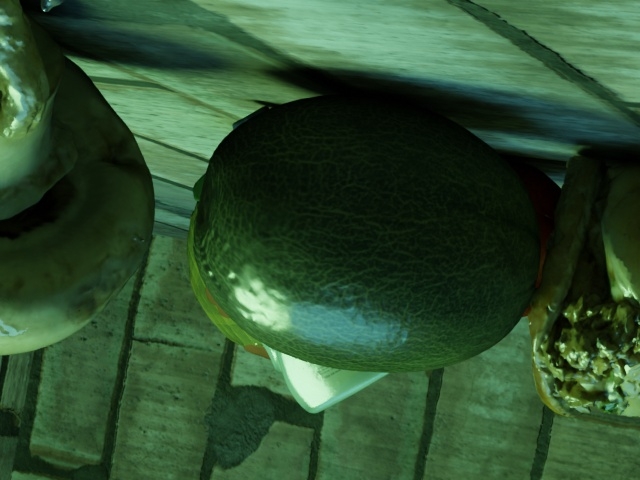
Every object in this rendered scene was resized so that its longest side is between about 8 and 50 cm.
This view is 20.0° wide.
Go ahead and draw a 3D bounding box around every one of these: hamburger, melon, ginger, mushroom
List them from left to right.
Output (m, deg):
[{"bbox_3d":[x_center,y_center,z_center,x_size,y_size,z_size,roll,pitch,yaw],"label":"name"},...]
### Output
[{"bbox_3d":[-0.316,-0.159,1.305,0.258,0.065,0.149,17,131,-5],"label":"ginger"},{"bbox_3d":[-0.266,-0.060,1.509,0.292,0.293,0.290,11,153,-17],"label":"mushroom"},{"bbox_3d":[0.045,-0.005,1.565,0.301,0.238,0.237,11,176,-14],"label":"melon"},{"bbox_3d":[0.272,0.044,1.666,0.146,0.243,0.286,1,-173,18],"label":"hamburger"}]

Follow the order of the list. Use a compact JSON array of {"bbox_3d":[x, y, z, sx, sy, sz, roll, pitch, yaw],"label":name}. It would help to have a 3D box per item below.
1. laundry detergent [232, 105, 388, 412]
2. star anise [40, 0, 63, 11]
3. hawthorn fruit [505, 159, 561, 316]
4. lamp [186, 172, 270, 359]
[{"bbox_3d":[-0.010,0.007,1.750,0.215,0.280,0.105,-33,-175,23],"label":"laundry detergent"},{"bbox_3d":[-0.213,-0.180,0.891,0.262,0.081,0.230,21,-178,36],"label":"star anise"},{"bbox_3d":[0.175,0.004,1.826,0.173,0.174,0.179,11,163,-11],"label":"hawthorn fruit"},{"bbox_3d":[0.000,0.000,1.928,0.284,0.250,0.250,-32,168,7],"label":"lamp"}]
